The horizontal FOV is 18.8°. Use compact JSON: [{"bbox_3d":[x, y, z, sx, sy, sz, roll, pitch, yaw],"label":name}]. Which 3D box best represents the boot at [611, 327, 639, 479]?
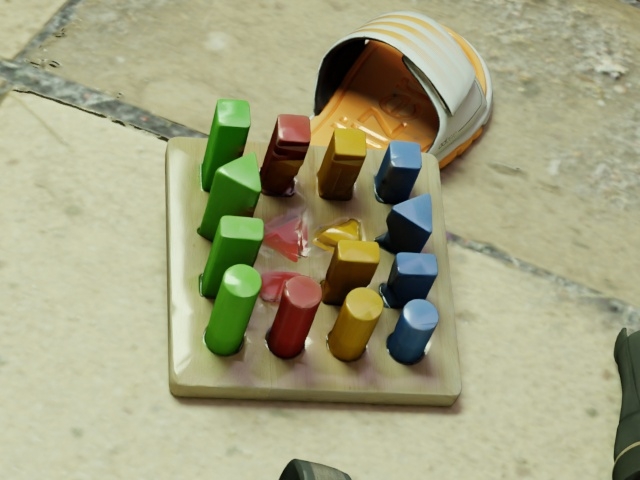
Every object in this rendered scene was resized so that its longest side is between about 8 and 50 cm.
[{"bbox_3d":[0.256,0.102,1.052,0.198,0.077,0.137,11,36,-4],"label":"boot"}]

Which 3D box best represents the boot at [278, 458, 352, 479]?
[{"bbox_3d":[0.095,0.195,0.868,0.229,0.091,0.263,14,32,-14],"label":"boot"}]

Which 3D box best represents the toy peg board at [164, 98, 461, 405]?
[{"bbox_3d":[0.000,0.000,1.058,0.161,0.079,0.161,3,58,-11],"label":"toy peg board"}]

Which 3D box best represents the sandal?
[{"bbox_3d":[0.039,-0.082,1.193,0.102,0.076,0.265,25,42,13],"label":"sandal"}]
